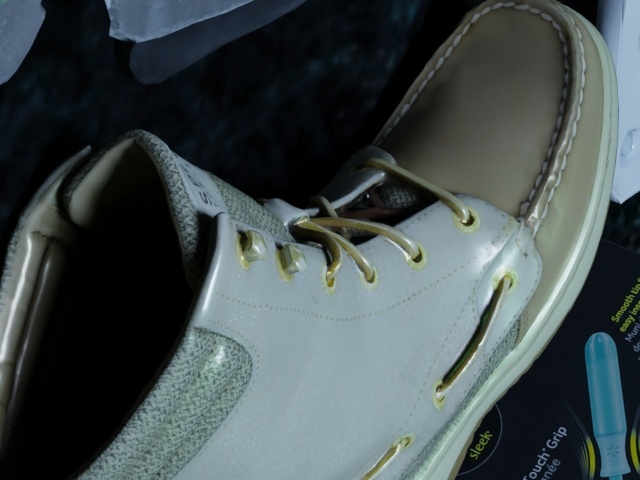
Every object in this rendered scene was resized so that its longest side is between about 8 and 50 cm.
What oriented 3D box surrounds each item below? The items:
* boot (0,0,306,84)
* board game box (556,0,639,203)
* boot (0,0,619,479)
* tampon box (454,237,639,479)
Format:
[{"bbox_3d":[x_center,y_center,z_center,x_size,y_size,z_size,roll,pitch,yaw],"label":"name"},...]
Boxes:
[{"bbox_3d":[0.000,-0.164,0.376,0.338,0.118,0.223,-22,131,-32],"label":"boot"},{"bbox_3d":[0.203,-0.258,0.649,0.390,0.050,0.390,-32,135,-41],"label":"board game box"},{"bbox_3d":[0.000,0.000,0.500,0.213,0.077,0.165,-62,145,-6],"label":"boot"},{"bbox_3d":[0.120,0.087,0.644,0.120,0.161,0.101,-53,146,-18],"label":"tampon box"}]
